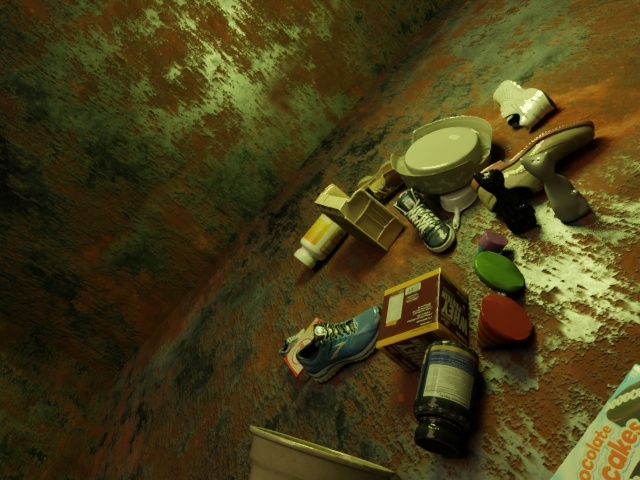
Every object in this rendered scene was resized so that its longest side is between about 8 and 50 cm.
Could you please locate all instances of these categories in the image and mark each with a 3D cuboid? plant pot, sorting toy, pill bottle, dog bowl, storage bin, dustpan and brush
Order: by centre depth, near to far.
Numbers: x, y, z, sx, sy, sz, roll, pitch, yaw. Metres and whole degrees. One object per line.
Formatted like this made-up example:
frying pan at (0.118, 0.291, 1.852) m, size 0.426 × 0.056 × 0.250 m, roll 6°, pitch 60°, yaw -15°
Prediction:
plant pot at (-0.040, 0.598, 0.973) m, size 0.333 × 0.333 × 0.306 m, roll -14°, pitch 53°, yaw 54°
pill bottle at (0.271, 0.340, 1.003) m, size 0.122 × 0.123 × 0.219 m, roll -23°, pitch 35°, yaw 46°
sorting toy at (0.417, 0.128, 1.142) m, size 0.366 × 0.127 × 0.126 m, roll -73°, pitch 3°, yaw -49°
dustpan and brush at (0.447, -0.122, 1.505) m, size 0.147 × 0.060 × 0.211 m, roll -13°, pitch 34°, yaw 35°
dog bowl at (0.423, -0.292, 1.591) m, size 0.348 × 0.102 × 0.349 m, roll -19°, pitch 36°, yaw 14°
storage bin at (0.142, -0.096, 1.742) m, size 0.123 × 0.260 × 0.262 m, roll -55°, pitch 23°, yaw -4°
pill bottle at (0.000, 0.000, 1.997) m, size 0.246 × 0.136 × 0.136 m, roll -50°, pitch 23°, yaw -3°

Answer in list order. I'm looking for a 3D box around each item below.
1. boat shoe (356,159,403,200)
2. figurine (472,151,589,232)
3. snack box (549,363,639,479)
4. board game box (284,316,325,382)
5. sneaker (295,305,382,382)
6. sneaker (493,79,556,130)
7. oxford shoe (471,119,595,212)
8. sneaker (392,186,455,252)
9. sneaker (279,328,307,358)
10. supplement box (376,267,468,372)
boat shoe at (0.263, -0.227, 1.925) m, size 0.324 × 0.122 × 0.120 m, roll -29°, pitch 34°, yaw 55°
figurine at (0.526, -0.128, 1.160) m, size 0.215 × 0.209 × 0.092 m, roll -18°, pitch 38°, yaw 51°
snack box at (0.475, 0.361, 0.683) m, size 0.322 × 0.060 × 0.187 m, roll -51°, pitch 23°, yaw -4°
board game box at (-0.031, 0.373, 1.592) m, size 0.193 × 0.045 × 0.146 m, roll -52°, pitch 23°, yaw -6°
sneaker at (0.055, 0.306, 1.413) m, size 0.330 × 0.147 × 0.130 m, roll -41°, pitch 24°, yaw 17°
sneaker at (0.662, -0.462, 1.573) m, size 0.129 × 0.111 × 0.297 m, roll -49°, pitch 21°, yaw 14°
oxford shoe at (0.608, -0.196, 1.289) m, size 0.348 × 0.123 × 0.130 m, roll -35°, pitch 53°, yaw 28°
sneaker at (0.329, -0.074, 1.500) m, size 0.099 × 0.153 × 0.282 m, roll -43°, pitch 24°, yaw 15°
sneaker at (-0.101, 0.377, 1.695) m, size 0.135 × 0.058 × 0.052 m, roll -52°, pitch 23°, yaw -8°
supplement box at (0.269, 0.210, 1.200) m, size 0.191 × 0.129 × 0.194 m, roll -30°, pitch 30°, yaw 38°
